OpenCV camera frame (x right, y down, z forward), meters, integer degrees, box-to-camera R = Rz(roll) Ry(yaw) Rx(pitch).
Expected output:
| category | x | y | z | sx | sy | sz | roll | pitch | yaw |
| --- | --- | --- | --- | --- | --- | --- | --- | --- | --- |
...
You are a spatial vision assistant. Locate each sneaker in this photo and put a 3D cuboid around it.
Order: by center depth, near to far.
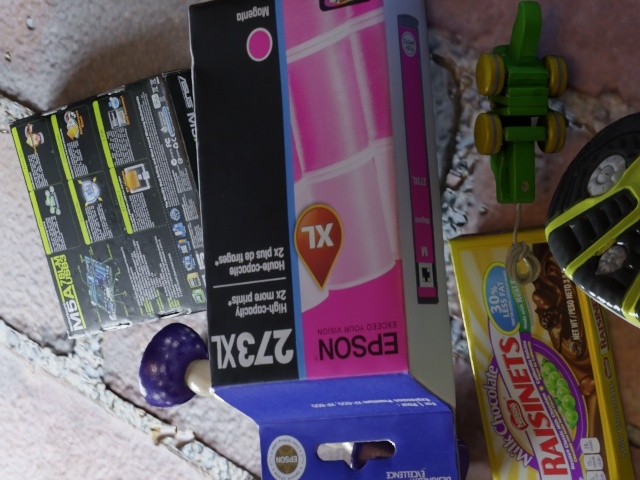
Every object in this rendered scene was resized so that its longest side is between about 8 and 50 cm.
| category | x | y | z | sx | sy | sz | roll | pitch | yaw |
| --- | --- | --- | --- | --- | --- | --- | --- | --- | --- |
| sneaker | 0.288 | 0.031 | 1.030 | 0.384 | 0.147 | 0.145 | 27 | 82 | 49 |

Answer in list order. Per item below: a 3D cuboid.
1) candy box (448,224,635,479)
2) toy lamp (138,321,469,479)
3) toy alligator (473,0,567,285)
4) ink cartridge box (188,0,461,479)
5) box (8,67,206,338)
| category | x | y | z | sx | sy | sz | roll | pitch | yaw |
| --- | --- | --- | --- | --- | --- | --- | --- | --- | --- |
| candy box | 0.155 | 0.092 | 1.218 | 0.105 | 0.027 | 0.206 | -7 | 97 | 40 |
| toy lamp | -0.015 | 0.133 | 1.321 | 0.274 | 0.080 | 0.080 | 15 | 110 | 33 |
| toy alligator | 0.130 | -0.067 | 1.181 | 0.051 | 0.056 | 0.190 | -146 | 56 | -73 |
| ink cartridge box | 0.000 | 0.000 | 1.237 | 0.176 | 0.069 | 0.371 | -8 | 85 | 35 |
| box | -0.154 | -0.027 | 1.406 | 0.184 | 0.045 | 0.191 | -14 | 94 | 40 |
